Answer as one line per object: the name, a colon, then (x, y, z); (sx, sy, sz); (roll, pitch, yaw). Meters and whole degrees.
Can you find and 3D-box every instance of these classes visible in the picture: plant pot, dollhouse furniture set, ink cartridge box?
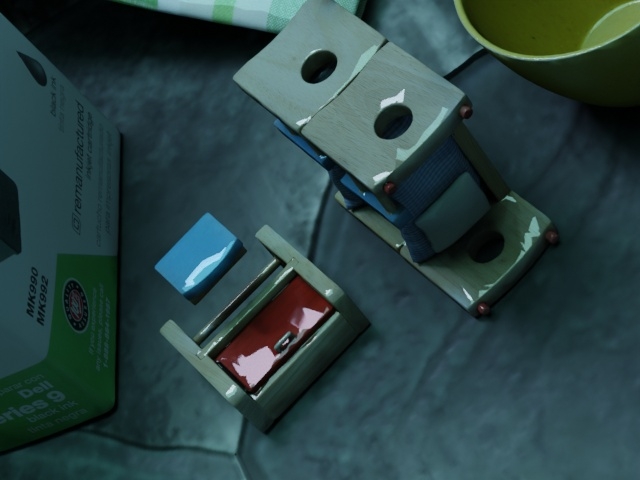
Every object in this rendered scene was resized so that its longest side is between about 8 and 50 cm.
plant pot: (0.148, -0.123, 1.017); (0.134, 0.095, 0.134); (-16, 53, 22)
dollhouse furniture set: (0.000, 0.000, 1.004); (0.183, 0.129, 0.129); (-46, 47, -4)
ink cartridge box: (-0.236, -0.039, 1.070); (0.122, 0.289, 0.211); (-19, 52, 21)

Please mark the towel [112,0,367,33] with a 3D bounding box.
towel: (-0.103, -0.249, 1.235); (0.325, 0.038, 0.247); (11, 65, 14)
